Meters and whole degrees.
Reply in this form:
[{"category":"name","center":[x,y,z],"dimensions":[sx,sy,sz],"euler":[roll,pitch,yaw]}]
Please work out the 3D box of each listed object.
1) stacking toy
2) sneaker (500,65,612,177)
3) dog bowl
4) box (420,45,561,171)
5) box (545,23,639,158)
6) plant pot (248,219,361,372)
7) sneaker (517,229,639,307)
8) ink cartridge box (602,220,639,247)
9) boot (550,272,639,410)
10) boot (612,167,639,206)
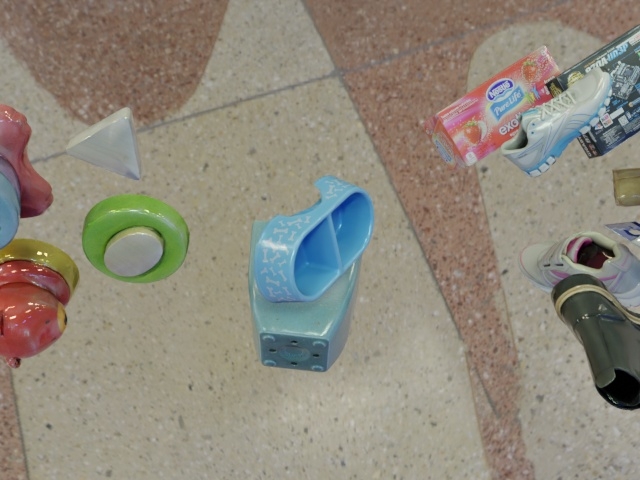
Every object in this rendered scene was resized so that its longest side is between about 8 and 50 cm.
[{"category":"stacking toy","center":[-0.309,0.004,0.791],"dimensions":[0.279,0.309,0.130],"euler":[-9,43,4]},{"category":"sneaker","center":[0.337,-0.177,1.009],"dimensions":[0.082,0.191,0.071],"euler":[23,34,-22]},{"category":"dog bowl","center":[0.000,0.000,1.259],"dimensions":[0.074,0.166,0.297],"euler":[11,39,35]},{"category":"box","center":[0.405,-0.299,1.609],"dimensions":[0.300,0.154,0.142],"euler":[-33,94,-4]},{"category":"box","center":[0.571,-0.288,1.342],"dimensions":[0.220,0.051,0.175],"euler":[-33,94,-8]},{"category":"plant pot","center":[-0.040,0.140,1.510],"dimensions":[0.247,0.248,0.252],"euler":[5,52,2]},{"category":"sneaker","center":[0.437,0.029,1.183],"dimensions":[0.252,0.111,0.103],"euler":[7,56,54]},{"category":"ink cartridge box","center":[0.572,0.040,0.958],"dimensions":[0.332,0.065,0.165],"euler":[38,26,30]},{"category":"boot","center":[0.321,0.135,0.711],"dimensions":[0.197,0.077,0.137],"euler":[29,32,-20]},{"category":"boot","center":[0.755,-0.097,1.440],"dimensions":[0.269,0.089,0.236],"euler":[-3,20,20]}]
